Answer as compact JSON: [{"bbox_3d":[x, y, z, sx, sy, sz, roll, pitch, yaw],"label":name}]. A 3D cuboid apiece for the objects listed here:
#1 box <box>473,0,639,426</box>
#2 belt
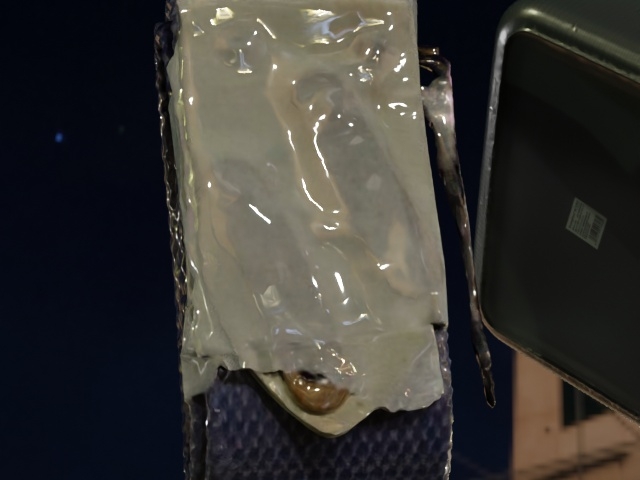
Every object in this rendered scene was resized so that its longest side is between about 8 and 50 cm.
[{"bbox_3d":[0.148,-0.022,0.753,0.144,0.090,0.201,32,-44,32],"label":"box"},{"bbox_3d":[0.000,0.000,0.671,0.126,0.231,0.140,-2,-24,-8],"label":"belt"}]
